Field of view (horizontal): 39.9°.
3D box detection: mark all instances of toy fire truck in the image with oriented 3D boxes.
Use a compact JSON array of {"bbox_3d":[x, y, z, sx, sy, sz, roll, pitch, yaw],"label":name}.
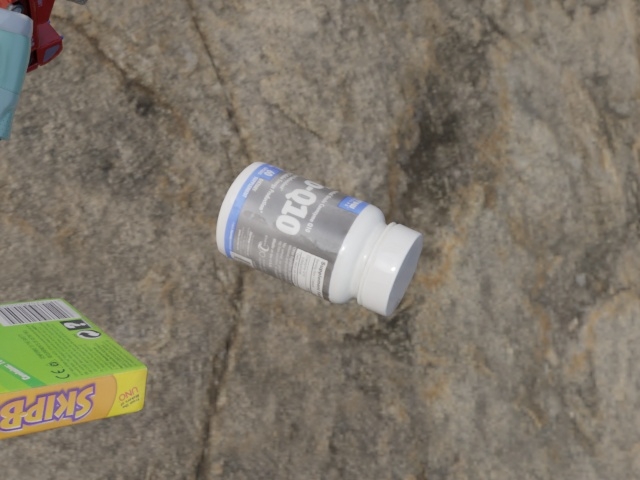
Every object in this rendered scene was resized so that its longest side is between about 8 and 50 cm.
[{"bbox_3d":[-0.303,-0.284,0.999,0.135,0.192,0.047,-33,73,-25],"label":"toy fire truck"}]

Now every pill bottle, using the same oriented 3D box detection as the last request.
[{"bbox_3d":[0.000,0.000,0.645,0.078,0.137,0.078,-57,161,-33],"label":"pill bottle"}]

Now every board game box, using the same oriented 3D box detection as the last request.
[{"bbox_3d":[-0.236,0.076,0.466,0.259,0.124,0.039,-2,107,-39],"label":"board game box"}]

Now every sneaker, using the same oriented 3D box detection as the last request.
[{"bbox_3d":[-0.420,-0.165,0.865,0.094,0.256,0.151,-51,150,-86],"label":"sneaker"}]
